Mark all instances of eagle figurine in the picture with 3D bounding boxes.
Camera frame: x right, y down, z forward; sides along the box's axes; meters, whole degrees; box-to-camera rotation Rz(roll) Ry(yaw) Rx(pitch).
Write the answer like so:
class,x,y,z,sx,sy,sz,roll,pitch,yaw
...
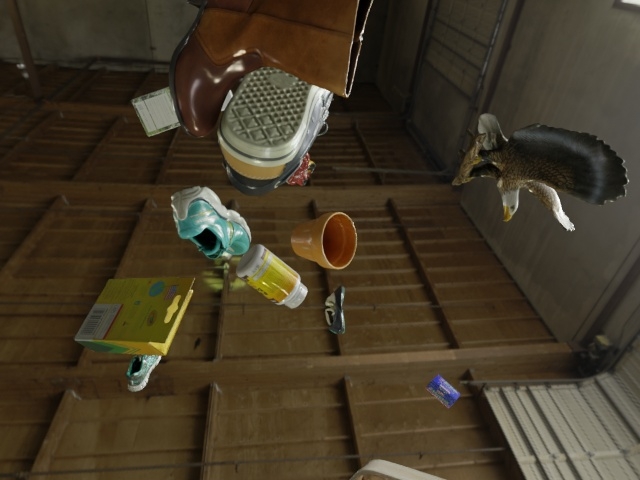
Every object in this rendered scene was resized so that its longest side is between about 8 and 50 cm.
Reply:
class,x,y,z,sx,sy,sz,roll,pitch,yaw
eagle figurine,0.454,-0.143,0.926,0.297,0.225,0.226,9,-154,8

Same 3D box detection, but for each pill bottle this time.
class,x,y,z,sx,sy,sz,roll,pitch,yaw
pill bottle,-0.144,0.117,1.294,0.215,0.117,0.117,41,-152,-23

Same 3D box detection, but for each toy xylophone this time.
class,x,y,z,sx,sy,sz,roll,pitch,yaw
toy xylophone,0.176,0.447,0.695,0.322,0.236,0.081,6,-107,28

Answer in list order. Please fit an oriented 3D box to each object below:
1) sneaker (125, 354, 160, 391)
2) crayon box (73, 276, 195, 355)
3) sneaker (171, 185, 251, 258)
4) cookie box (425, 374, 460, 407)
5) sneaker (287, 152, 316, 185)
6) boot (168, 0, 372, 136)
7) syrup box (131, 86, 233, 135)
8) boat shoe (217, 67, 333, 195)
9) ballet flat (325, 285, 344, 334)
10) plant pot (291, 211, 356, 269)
class,x,y,z,sx,sy,sz,roll,pitch,yaw
sneaker,-0.524,0.356,1.251,0.064,0.076,0.167,3,-137,3
crayon box,-0.491,0.206,1.162,0.318,0.081,0.202,-3,-130,24
sneaker,-0.227,-0.011,0.884,0.106,0.275,0.110,-14,-110,10
cookie box,0.396,0.485,1.361,0.091,0.040,0.107,40,-171,26
sneaker,-0.081,-0.192,1.061,0.092,0.088,0.225,31,-178,6
boot,-0.076,-0.253,0.621,0.280,0.264,0.096,23,-169,20
syrup box,-0.345,-0.355,1.080,0.236,0.093,0.096,-23,-155,-8
boat shoe,-0.064,-0.282,0.836,0.186,0.156,0.501,20,-129,-2
ballet flat,0.052,0.245,1.535,0.074,0.074,0.203,5,-131,-3
plant pot,0.000,0.000,1.570,0.187,0.205,0.205,1,-155,41
